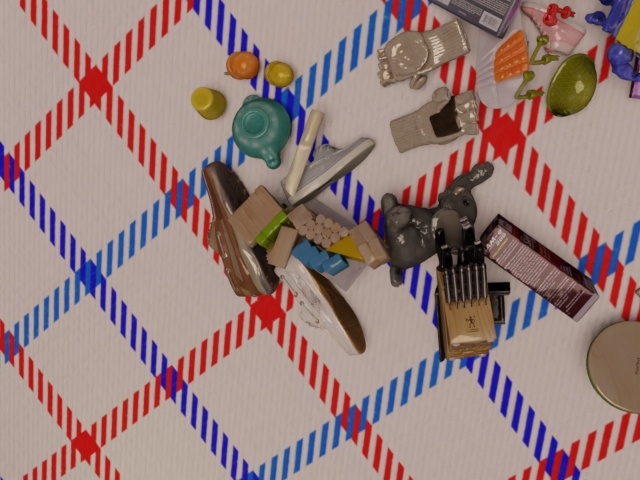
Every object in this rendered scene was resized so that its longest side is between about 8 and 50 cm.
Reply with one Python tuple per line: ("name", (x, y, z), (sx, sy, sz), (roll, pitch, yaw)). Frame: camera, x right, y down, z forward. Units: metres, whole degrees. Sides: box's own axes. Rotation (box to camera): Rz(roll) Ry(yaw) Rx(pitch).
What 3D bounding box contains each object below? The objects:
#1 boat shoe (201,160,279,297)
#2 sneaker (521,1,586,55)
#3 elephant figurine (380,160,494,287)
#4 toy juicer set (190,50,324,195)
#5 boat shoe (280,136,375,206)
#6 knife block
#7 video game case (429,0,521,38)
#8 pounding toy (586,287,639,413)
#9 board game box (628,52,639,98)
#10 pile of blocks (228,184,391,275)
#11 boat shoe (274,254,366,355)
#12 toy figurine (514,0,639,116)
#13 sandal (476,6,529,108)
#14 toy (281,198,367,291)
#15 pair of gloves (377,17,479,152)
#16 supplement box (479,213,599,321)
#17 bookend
("boat shoe", (-0.204, -0.016, 1.610), (0.116, 0.123, 0.324), (-19, 95, 20))
("sneaker", (0.439, -0.406, 1.386), (0.134, 0.051, 0.070), (29, 103, 3))
("elephant figurine", (0.251, -0.036, 1.474), (0.239, 0.169, 0.186), (-6, 130, 0))
("toy juicer set", (-0.107, -0.273, 1.550), (0.329, 0.089, 0.209), (41, 96, 12))
("boat shoe", (0.009, -0.164, 1.538), (0.227, 0.079, 0.081), (-35, 81, 13))
("knife block", (0.279, 0.097, 1.420), (0.088, 0.276, 0.242), (-7, 70, 5))
("video game case", (0.325, -0.544, 1.329), (0.196, 0.026, 0.274), (44, 122, 36))
("pounding toy", (0.643, 0.244, 1.463), (0.183, 0.110, 0.237), (39, 80, 15))
("board game box", (0.770, -0.351, 1.315), (0.346, 0.056, 0.208), (8, 100, 13))
("pile of blocks", (-0.016, 0.007, 1.475), (0.362, 0.112, 0.149), (20, 83, 28))
("boat shoe", (-0.003, 0.151, 1.607), (0.096, 0.098, 0.277), (-37, 81, 19))
("toy figurine", (0.531, -0.358, 1.252), (0.217, 0.191, 0.363), (47, 125, 46))
("sandal", (0.361, -0.391, 1.397), (0.102, 0.076, 0.265), (0, 94, 26))
("toy", (0.000, 0.000, 1.578), (0.237, 0.056, 0.137), (36, 73, 11))
("pair of gloves", (0.213, -0.308, 1.446), (0.204, 0.042, 0.240), (-8, 99, 34))
("supplement box", (0.437, 0.051, 1.446), (0.239, 0.130, 0.073), (36, 108, 4))
("bookend", (0.329, 0.174, 1.532), (0.156, 0.072, 0.157), (-2, 102, 15))
